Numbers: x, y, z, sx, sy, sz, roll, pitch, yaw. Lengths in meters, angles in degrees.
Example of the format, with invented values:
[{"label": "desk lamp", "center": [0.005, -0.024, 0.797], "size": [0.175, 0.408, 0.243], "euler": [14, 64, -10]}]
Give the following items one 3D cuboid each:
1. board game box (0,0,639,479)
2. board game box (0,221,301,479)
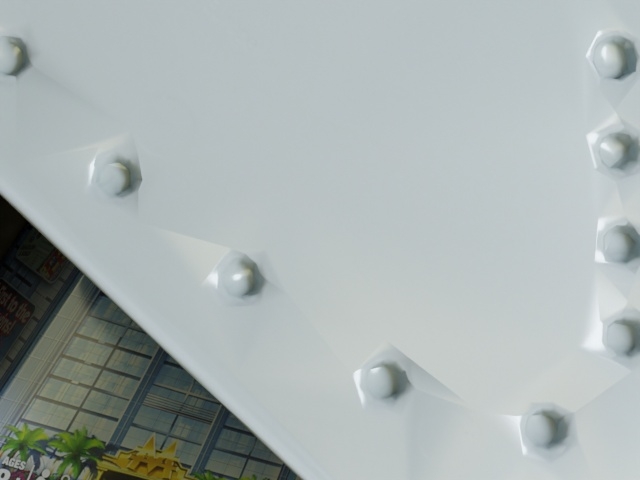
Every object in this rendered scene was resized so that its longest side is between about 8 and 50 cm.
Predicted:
[{"label": "board game box", "center": [0.066, -0.138, 0.499], "size": [0.390, 0.050, 0.390], "euler": [44, 81, -2]}, {"label": "board game box", "center": [0.000, 0.000, 0.579], "size": [0.194, 0.060, 0.194], "euler": [19, 94, -29]}]
